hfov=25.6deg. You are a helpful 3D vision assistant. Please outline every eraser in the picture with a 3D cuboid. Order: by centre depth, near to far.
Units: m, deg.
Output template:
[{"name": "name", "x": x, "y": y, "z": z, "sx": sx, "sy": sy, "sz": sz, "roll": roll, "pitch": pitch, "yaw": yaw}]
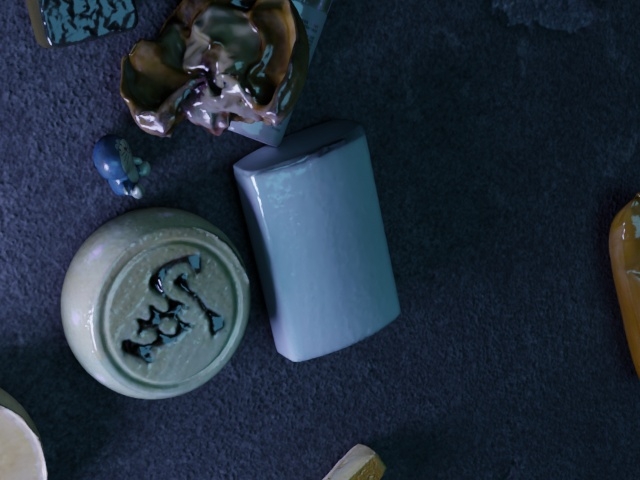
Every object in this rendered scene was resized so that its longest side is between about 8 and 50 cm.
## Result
[{"name": "eraser", "x": 0.000, "y": 0.000, "z": 1.920, "sx": 0.189, "sy": 0.104, "sz": 0.290, "roll": -24, "pitch": 115, "yaw": -28}]

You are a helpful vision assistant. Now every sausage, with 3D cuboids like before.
[{"name": "sausage", "x": 0.537, "y": 0.076, "z": 2.259, "sx": 0.134, "sy": 0.116, "sz": 0.354, "roll": -19, "pitch": 110, "yaw": -10}]

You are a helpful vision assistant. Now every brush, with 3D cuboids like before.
[{"name": "brush", "x": -0.294, "y": -0.331, "z": 1.677, "sx": 0.123, "sy": 0.059, "sz": 0.197, "roll": -19, "pitch": 113, "yaw": -24}]

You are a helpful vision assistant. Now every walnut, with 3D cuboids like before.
[{"name": "walnut", "x": -0.120, "y": -0.223, "z": 1.754, "sx": 0.141, "sy": 0.238, "sz": 0.204, "roll": 42, "pitch": 46, "yaw": -71}]

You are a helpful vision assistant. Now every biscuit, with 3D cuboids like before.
[{"name": "biscuit", "x": 0.014, "y": 0.378, "z": 2.062, "sx": 0.188, "sy": 0.056, "sz": 0.052, "roll": -44, "pitch": 119, "yaw": -12}]

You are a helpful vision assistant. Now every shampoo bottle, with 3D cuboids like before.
[{"name": "shampoo bottle", "x": -0.054, "y": -0.241, "z": 1.847, "sx": 0.086, "sy": 0.056, "sz": 0.227, "roll": 17, "pitch": 94, "yaw": -34}]

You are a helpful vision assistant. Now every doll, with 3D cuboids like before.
[{"name": "doll", "x": -0.252, "y": -0.091, "z": 1.768, "sx": 0.050, "sy": 0.076, "sz": 0.083, "roll": -20, "pitch": 126, "yaw": 12}]

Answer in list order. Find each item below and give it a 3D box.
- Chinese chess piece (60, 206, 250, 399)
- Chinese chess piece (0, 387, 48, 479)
[{"name": "Chinese chess piece", "x": -0.210, "y": 0.081, "z": 1.819, "sx": 0.250, "sy": 0.101, "sz": 0.250, "roll": -9, "pitch": 107, "yaw": -30}, {"name": "Chinese chess piece", "x": -0.463, "y": 0.289, "z": 1.721, "sx": 0.257, "sy": 0.104, "sz": 0.257, "roll": -9, "pitch": 108, "yaw": -28}]
